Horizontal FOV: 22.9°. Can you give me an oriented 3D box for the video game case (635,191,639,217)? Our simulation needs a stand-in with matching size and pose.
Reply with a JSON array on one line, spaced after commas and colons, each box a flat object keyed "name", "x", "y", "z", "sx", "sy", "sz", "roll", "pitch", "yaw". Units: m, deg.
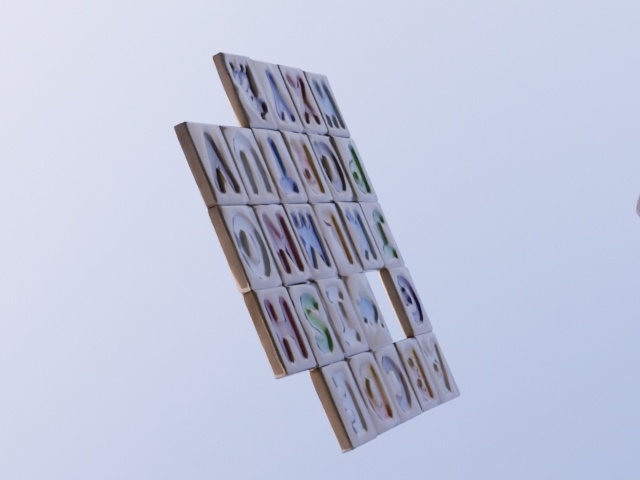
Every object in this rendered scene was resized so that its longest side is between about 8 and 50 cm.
[{"name": "video game case", "x": 0.225, "y": -0.054, "z": 0.549, "sx": 0.026, "sy": 0.227, "sz": 0.206, "roll": -22, "pitch": -134, "yaw": -39}]

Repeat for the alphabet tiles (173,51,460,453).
[{"name": "alphabet tiles", "x": 0.000, "y": 0.000, "z": 0.778, "sx": 0.009, "sy": 0.198, "sz": 0.237, "roll": -24, "pitch": 174, "yaw": 18}]
